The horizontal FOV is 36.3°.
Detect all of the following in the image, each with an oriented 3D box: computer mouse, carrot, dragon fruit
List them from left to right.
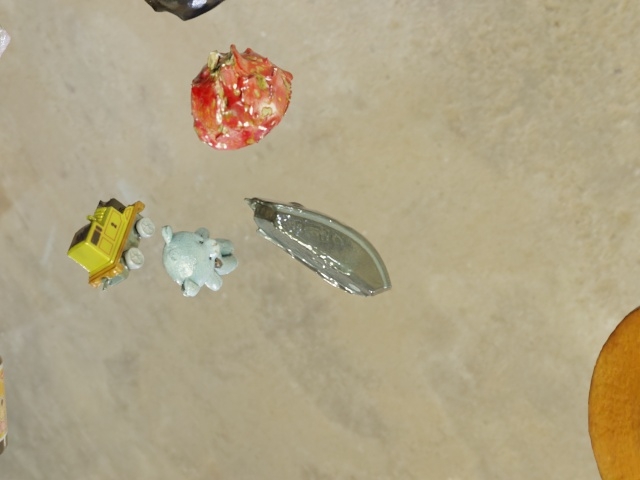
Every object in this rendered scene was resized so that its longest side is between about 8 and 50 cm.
[{"bbox_3d":[-0.127,-0.207,1.286,0.153,0.153,0.111,19,156,39],"label":"dragon fruit"},{"bbox_3d":[0.002,-0.002,1.297,0.231,0.071,0.126,34,169,-7],"label":"computer mouse"},{"bbox_3d":[0.393,0.187,0.999,0.258,0.100,0.307,29,119,53],"label":"carrot"}]

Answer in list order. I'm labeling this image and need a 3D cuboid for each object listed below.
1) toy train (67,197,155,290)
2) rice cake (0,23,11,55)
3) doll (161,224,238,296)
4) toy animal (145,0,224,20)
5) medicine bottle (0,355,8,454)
[{"bbox_3d":[-0.395,-0.004,1.842,0.089,0.219,0.127,-27,126,35],"label":"toy train"},{"bbox_3d":[-0.462,-0.163,1.168,0.106,0.050,0.298,46,119,20],"label":"rice cake"},{"bbox_3d":[-0.179,0.023,1.564,0.075,0.180,0.120,-32,78,33],"label":"doll"},{"bbox_3d":[-0.124,-0.343,1.059,0.179,0.138,0.166,-29,65,57],"label":"toy animal"},{"bbox_3d":[-0.660,0.189,1.626,0.242,0.242,0.395,8,108,45],"label":"medicine bottle"}]
